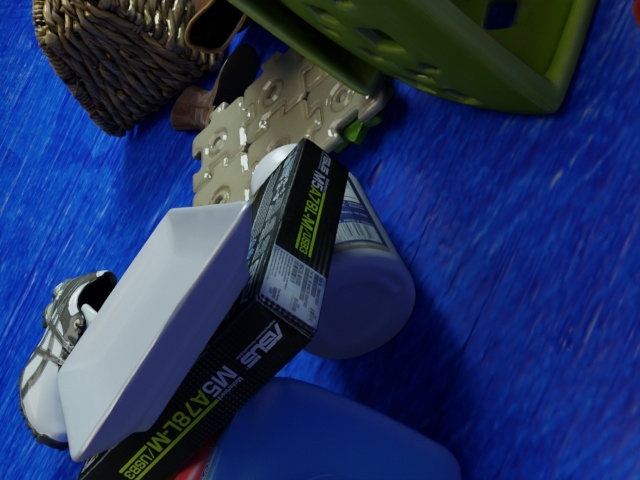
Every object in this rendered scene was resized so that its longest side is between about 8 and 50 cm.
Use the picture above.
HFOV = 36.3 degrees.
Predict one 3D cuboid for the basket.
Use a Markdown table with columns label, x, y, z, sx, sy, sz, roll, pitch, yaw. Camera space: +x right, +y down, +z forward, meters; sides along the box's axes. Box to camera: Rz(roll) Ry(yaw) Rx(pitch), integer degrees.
| label | x | y | z | sx | sy | sz | roll | pitch | yaw |
| --- | --- | --- | --- | --- | --- | --- | --- | --- | --- |
| basket | -0.242 | -0.311 | 1.150 | 0.223 | 0.213 | 0.299 | -24 | 50 | 43 |

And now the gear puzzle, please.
| label | x | y | z | sx | sy | sz | roll | pitch | yaw |
| --- | --- | --- | --- | --- | --- | --- | --- | --- | --- |
| gear puzzle | 0.006 | -0.126 | 0.856 | 0.339 | 0.044 | 0.175 | -38 | 40 | 29 |

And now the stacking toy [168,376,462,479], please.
| label | x | y | z | sx | sy | sz | roll | pitch | yaw |
| --- | --- | --- | --- | --- | --- | --- | --- | --- | --- |
| stacking toy | -0.059 | 0.181 | 0.667 | 0.302 | 0.166 | 0.175 | -6 | 60 | 65 |

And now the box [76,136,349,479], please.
| label | x | y | z | sx | sy | sz | roll | pitch | yaw |
| --- | --- | --- | --- | --- | --- | --- | --- | --- | --- |
| box | -0.061 | 0.047 | 0.600 | 0.184 | 0.045 | 0.190 | -49 | 15 | 28 |

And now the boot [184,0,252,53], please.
| label | x | y | z | sx | sy | sz | roll | pitch | yaw |
| --- | --- | --- | --- | --- | --- | --- | --- | --- | --- |
| boot | -0.059 | -0.310 | 0.912 | 0.264 | 0.096 | 0.280 | -58 | 9 | 11 |

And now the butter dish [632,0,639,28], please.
| label | x | y | z | sx | sy | sz | roll | pitch | yaw |
| --- | --- | --- | --- | --- | --- | --- | --- | --- | --- |
| butter dish | 0.204 | -0.199 | 0.529 | 0.160 | 0.118 | 0.160 | -49 | 10 | 26 |

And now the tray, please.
| label | x | y | z | sx | sy | sz | roll | pitch | yaw |
| --- | --- | --- | --- | --- | --- | --- | --- | --- | --- |
| tray | -0.100 | 0.045 | 0.577 | 0.145 | 0.030 | 0.270 | -58 | 15 | -8 |

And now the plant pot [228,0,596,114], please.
| label | x | y | z | sx | sy | sz | roll | pitch | yaw |
| --- | --- | --- | --- | --- | --- | --- | --- | --- | --- |
| plant pot | 0.052 | -0.228 | 0.666 | 0.207 | 0.227 | 0.228 | 6 | 73 | 47 |

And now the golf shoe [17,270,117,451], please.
| label | x | y | z | sx | sy | sz | roll | pitch | yaw |
| --- | --- | --- | --- | --- | --- | --- | --- | --- | --- |
| golf shoe | -0.256 | 0.116 | 1.014 | 0.094 | 0.077 | 0.198 | -30 | 48 | 40 |

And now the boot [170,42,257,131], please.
| label | x | y | z | sx | sy | sz | roll | pitch | yaw |
| --- | --- | --- | --- | --- | --- | --- | --- | --- | --- |
| boot | -0.119 | -0.164 | 1.052 | 0.114 | 0.037 | 0.106 | 19 | 82 | 61 |

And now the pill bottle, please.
| label | x | y | z | sx | sy | sz | roll | pitch | yaw |
| --- | --- | --- | --- | --- | --- | --- | --- | --- | --- |
| pill bottle | 0.000 | 0.000 | 0.727 | 0.094 | 0.094 | 0.169 | -50 | 36 | 20 |
